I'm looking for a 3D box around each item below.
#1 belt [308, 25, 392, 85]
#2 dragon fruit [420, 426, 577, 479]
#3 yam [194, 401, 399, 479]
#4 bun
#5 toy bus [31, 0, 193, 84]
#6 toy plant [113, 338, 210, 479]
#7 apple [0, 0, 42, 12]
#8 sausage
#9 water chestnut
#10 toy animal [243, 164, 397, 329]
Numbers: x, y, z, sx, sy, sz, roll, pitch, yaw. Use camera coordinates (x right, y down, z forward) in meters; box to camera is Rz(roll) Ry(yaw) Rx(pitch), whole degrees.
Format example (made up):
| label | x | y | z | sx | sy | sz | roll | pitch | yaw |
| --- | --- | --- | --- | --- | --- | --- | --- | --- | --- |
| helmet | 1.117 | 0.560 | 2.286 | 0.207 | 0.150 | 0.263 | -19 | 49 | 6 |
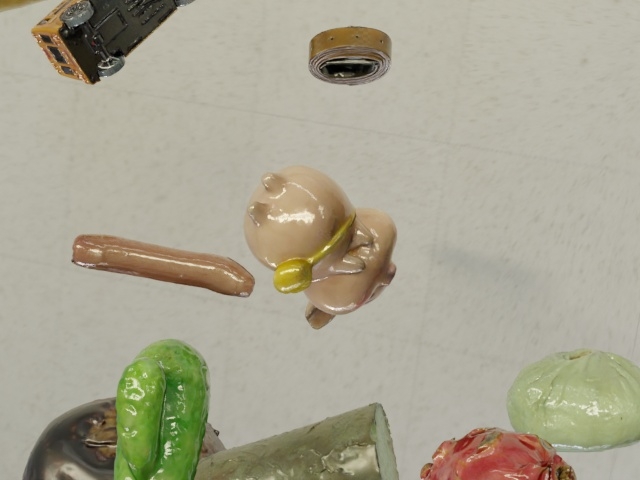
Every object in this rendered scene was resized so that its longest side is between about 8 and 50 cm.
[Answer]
| label | x | y | z | sx | sy | sz | roll | pitch | yaw |
| --- | --- | --- | --- | --- | --- | --- | --- | --- | --- |
| belt | 0.030 | -0.181 | 1.176 | 0.083 | 0.059 | 0.036 | -2 | 54 | 6 |
| dragon fruit | 0.155 | 0.219 | 0.984 | 0.133 | 0.136 | 0.166 | 30 | 146 | -20 |
| yam | -0.037 | 0.339 | 1.620 | 0.304 | 0.168 | 0.168 | -21 | 92 | 15 |
| bun | 0.335 | 0.198 | 1.509 | 0.196 | 0.195 | 0.118 | -4 | 91 | 19 |
| toy bus | -0.223 | -0.263 | 1.311 | 0.088 | 0.194 | 0.083 | 15 | 144 | 44 |
| toy plant | -0.189 | 0.259 | 1.304 | 0.185 | 0.224 | 0.315 | -1 | 60 | 6 |
| apple | -0.154 | -0.183 | 0.498 | 0.211 | 0.235 | 0.173 | -12 | 106 | -10 |
| sausage | -0.158 | 0.024 | 1.195 | 0.186 | 0.043 | 0.043 | 12 | 104 | -11 |
| water chestnut | -0.300 | 0.408 | 1.841 | 0.351 | 0.350 | 0.302 | 22 | 124 | 14 |
| toy animal | -0.002 | 0.002 | 1.446 | 0.149 | 0.248 | 0.165 | 29 | 79 | 42 |
